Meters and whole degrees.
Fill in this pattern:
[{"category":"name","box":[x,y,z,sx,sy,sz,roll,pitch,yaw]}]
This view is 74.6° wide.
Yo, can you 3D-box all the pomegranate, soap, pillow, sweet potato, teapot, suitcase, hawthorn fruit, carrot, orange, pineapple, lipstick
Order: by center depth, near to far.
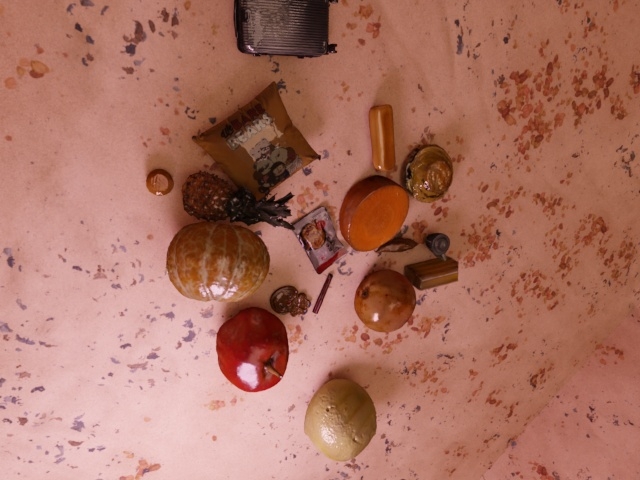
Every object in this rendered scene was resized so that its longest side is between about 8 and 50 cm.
[{"category":"suitcase","box":[-0.102,-0.660,1.263,0.312,0.128,0.202,-6,111,-20]},{"category":"pineapple","box":[-0.246,-0.108,1.321,0.364,0.165,0.166,14,105,4]},{"category":"orange","box":[-0.322,0.073,1.336,0.329,0.329,0.249,13,82,-26]},{"category":"pillow","box":[-0.193,-0.298,1.363,0.310,0.119,0.312,-35,123,1]},{"category":"hawthorn fruit","box":[-0.223,0.405,1.504,0.287,0.330,0.287,-13,113,-32]},{"category":"carrot","box":[0.203,-0.098,1.636,0.258,0.100,0.307,20,108,-30]},{"category":"lipstick","box":[0.011,0.215,1.703,0.027,0.027,0.177,18,100,-27]},{"category":"pomegranate","box":[0.278,0.249,1.713,0.270,0.229,0.252,16,103,-33]},{"category":"sweet potato","box":[0.315,0.022,1.737,0.205,0.068,0.060,-12,89,-13]},{"category":"teapot","box":[0.491,0.023,1.797,0.092,0.091,0.124,-4,105,-21]},{"category":"soap","box":[0.495,0.139,1.813,0.231,0.140,0.073,-11,117,-19]}]

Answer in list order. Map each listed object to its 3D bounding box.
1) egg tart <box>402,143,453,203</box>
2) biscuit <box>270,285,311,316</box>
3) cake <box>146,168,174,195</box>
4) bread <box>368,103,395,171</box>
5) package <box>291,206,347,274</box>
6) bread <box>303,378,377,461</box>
[{"category":"egg tart","box":[0.439,-0.260,1.662,0.240,0.106,0.241,-6,107,-20]},{"category":"biscuit","box":[-0.116,0.244,1.658,0.175,0.026,0.124,23,100,-28]},{"category":"cake","box":[-0.505,-0.184,1.321,0.084,0.044,0.084,-7,112,-18]},{"category":"bread","box":[0.223,-0.374,1.541,0.092,0.074,0.239,-24,119,-31]},{"category":"package","box":[0.000,0.000,1.612,0.154,0.030,0.239,-34,118,-10]},{"category":"bread","box":[0.090,0.752,1.782,0.320,0.321,0.237,8,125,-25]}]
